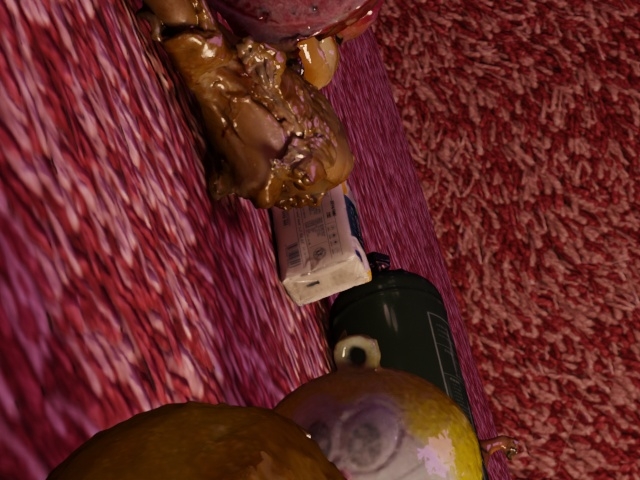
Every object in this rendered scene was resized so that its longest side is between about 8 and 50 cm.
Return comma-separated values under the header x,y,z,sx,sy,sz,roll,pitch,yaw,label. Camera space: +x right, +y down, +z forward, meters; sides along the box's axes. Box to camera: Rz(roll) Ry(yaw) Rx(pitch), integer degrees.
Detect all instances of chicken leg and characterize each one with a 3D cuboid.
x,y,z,sx,sy,sz,roll,pitch,yaw,label
-0.051,-0.087,0.784,0.207,0.085,0.101,51,34,-42,chicken leg

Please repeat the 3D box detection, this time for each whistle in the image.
x,y,z,sx,sy,sz,roll,pitch,yaw,label
0.025,0.158,0.660,0.123,0.122,0.223,-41,127,-81,whistle

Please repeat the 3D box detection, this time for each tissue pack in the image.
x,y,z,sx,sy,sz,roll,pitch,yaw,label
0.000,0.000,0.942,0.042,0.062,0.083,57,16,-45,tissue pack

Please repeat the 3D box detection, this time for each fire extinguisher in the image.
x,y,z,sx,sy,sz,roll,pitch,yaw,label
0.060,0.121,0.992,0.114,0.095,0.311,-55,-146,42,fire extinguisher

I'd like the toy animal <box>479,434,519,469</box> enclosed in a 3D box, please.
x,y,z,sx,sy,sz,roll,pitch,yaw,label
0.109,0.232,1.104,0.116,0.114,0.255,23,21,-15,toy animal

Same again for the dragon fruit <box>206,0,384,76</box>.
x,y,z,sx,sy,sz,roll,pitch,yaw,label
-0.021,-0.243,0.931,0.147,0.211,0.282,-66,163,-68,dragon fruit

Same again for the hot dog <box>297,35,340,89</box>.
x,y,z,sx,sy,sz,roll,pitch,yaw,label
-0.053,-0.235,1.106,0.236,0.062,0.092,64,-5,-15,hot dog

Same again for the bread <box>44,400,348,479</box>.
x,y,z,sx,sy,sz,roll,pitch,yaw,label
0.019,0.227,0.363,0.166,0.112,0.384,136,-64,-86,bread
